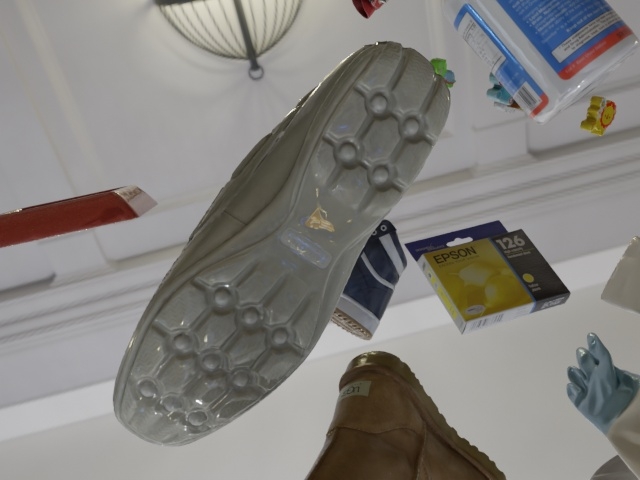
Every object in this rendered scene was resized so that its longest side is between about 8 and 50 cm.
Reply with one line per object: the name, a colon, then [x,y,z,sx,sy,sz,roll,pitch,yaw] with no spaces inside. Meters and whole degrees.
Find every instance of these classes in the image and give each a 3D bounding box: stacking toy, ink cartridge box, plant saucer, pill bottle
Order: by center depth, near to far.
pill bottle: [0.206,-0.241,0.649,0.124,0.222,0.124,-36,173,-5]
stacking toy: [0.270,-0.201,0.845,0.221,0.052,0.167,6,-164,-42]
plant saucer: [-0.403,-0.041,0.996,0.258,0.048,0.258,-12,-171,-6]
ink cartridge box: [0.413,0.066,1.583,0.303,0.072,0.307,-14,-127,-18]

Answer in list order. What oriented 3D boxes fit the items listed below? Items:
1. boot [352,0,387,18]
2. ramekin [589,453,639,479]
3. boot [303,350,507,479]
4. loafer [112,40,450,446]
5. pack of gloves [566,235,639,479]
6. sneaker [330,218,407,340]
boot: [0.134,-0.379,0.867,0.244,0.176,0.088,12,-169,-12]
ramekin: [0.525,0.379,0.875,0.272,0.127,0.273,-21,177,-1]
boot: [0.048,0.244,0.448,0.089,0.236,0.269,-33,-167,34]
loafer: [-0.031,0.002,0.450,0.319,0.112,0.111,-51,-162,0]
pack of gloves: [0.333,0.110,0.618,0.046,0.195,0.232,26,-170,-5]
sneaker: [0.000,0.000,0.878,0.153,0.282,0.099,-56,-162,-15]
